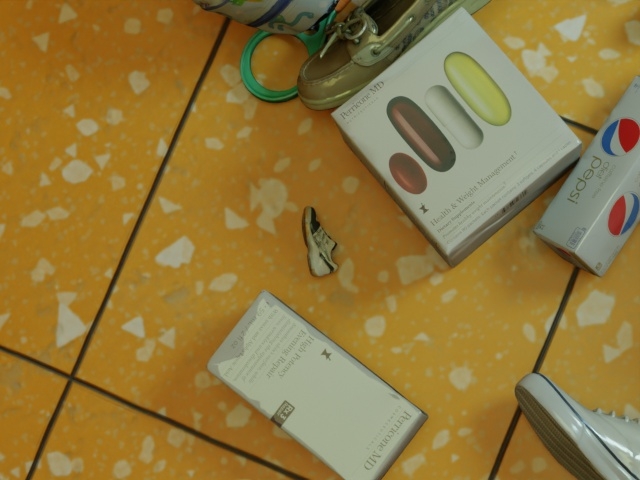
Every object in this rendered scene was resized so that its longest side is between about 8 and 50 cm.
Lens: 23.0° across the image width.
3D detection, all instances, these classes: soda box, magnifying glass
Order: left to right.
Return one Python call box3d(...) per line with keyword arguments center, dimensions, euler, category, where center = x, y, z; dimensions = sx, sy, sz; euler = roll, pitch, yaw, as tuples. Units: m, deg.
box3d(center=(-0.005, -0.261, 1.873), dimensions=(0.092, 0.026, 0.231), euler=(42, 88, 11), category="magnifying glass")
box3d(center=(0.335, -0.071, 1.763), dimensions=(0.069, 0.074, 0.216), euler=(32, 87, 44), category="soda box")

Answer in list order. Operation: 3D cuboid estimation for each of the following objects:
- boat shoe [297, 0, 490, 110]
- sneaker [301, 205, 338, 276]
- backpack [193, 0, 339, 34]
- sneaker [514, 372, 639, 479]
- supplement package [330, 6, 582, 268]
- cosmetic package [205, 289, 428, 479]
box3d(center=(0.080, -0.261, 1.808), dimensions=(0.285, 0.089, 0.104), euler=(-38, 39, -1), category="boat shoe")
box3d(center=(0.000, 0.000, 1.835), dimensions=(0.037, 0.032, 0.083), euler=(-9, 85, -7), category="sneaker")
box3d(center=(-0.039, -0.413, 1.779), dimensions=(0.273, 0.290, 0.356), euler=(2, 98, -28), category="backpack")
box3d(center=(0.327, 0.230, 1.733), dimensions=(0.258, 0.094, 0.091), euler=(45, 71, 7), category="sneaker")
box3d(center=(0.153, -0.112, 1.766), dimensions=(0.194, 0.149, 0.203), euler=(-40, 80, 1), category="supplement package")
box3d(center=(-0.003, 0.171, 1.780), dimensions=(0.231, 0.085, 0.117), euler=(36, 88, 12), category="cosmetic package")
